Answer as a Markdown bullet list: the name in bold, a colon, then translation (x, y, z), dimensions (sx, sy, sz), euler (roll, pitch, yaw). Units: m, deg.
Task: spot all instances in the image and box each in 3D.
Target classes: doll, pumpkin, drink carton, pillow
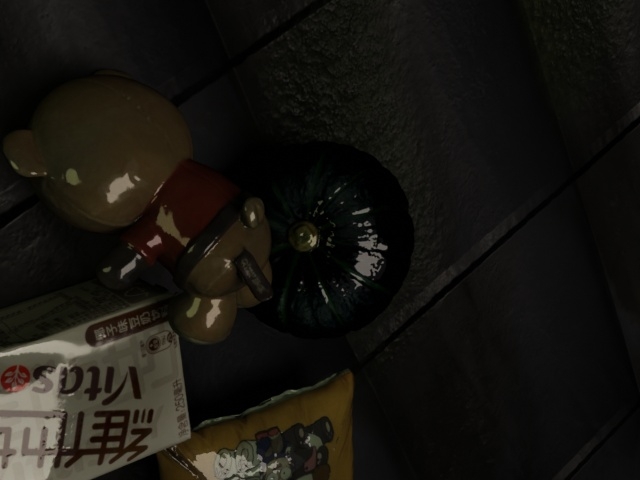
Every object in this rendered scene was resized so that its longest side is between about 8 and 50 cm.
- **doll**: translation (-0.179, -0.045, 1.351), dimensions (0.330, 0.174, 0.235), euler (42, 42, -1)
- **pumpkin**: translation (0.000, 0.000, 1.560), dimensions (0.248, 0.248, 0.248), euler (-12, 109, -37)
- **drink carton**: translation (-0.313, 0.175, 1.391), dimensions (0.325, 0.132, 0.194), euler (-19, 112, -33)
- **pillow**: translation (-0.078, 0.342, 1.628), dimensions (0.310, 0.119, 0.312), euler (-16, 119, -33)
